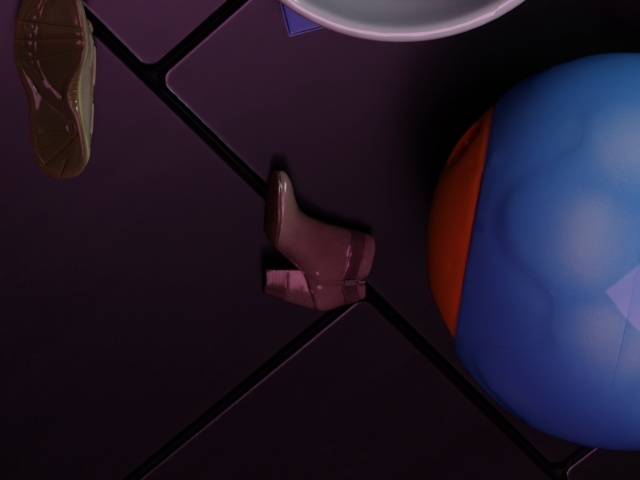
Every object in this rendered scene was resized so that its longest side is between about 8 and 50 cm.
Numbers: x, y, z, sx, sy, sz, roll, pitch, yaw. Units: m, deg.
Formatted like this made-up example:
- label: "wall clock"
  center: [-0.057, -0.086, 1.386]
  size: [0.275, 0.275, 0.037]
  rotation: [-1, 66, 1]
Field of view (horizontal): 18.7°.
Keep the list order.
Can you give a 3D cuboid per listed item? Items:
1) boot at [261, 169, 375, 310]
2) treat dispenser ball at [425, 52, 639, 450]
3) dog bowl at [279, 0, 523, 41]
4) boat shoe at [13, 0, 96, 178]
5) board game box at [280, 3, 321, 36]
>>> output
- label: "boot"
  center: [0.000, 0.000, 1.526]
  size: [0.087, 0.042, 0.118]
  rotation: [0, 118, -13]
- label: "treat dispenser ball"
  center: [0.219, 0.008, 1.409]
  size: [0.288, 0.288, 0.288]
  rotation: [-2, 117, -5]
- label: "dog bowl"
  center: [0.054, -0.273, 1.309]
  size: [0.264, 0.104, 0.265]
  rotation: [-1, 114, -3]
- label: "boat shoe"
  center: [-0.192, -0.124, 1.443]
  size: [0.056, 0.048, 0.153]
  rotation: [-2, 111, 9]
- label: "board game box"
  center: [0.028, -0.266, 1.392]
  size: [0.160, 0.039, 0.212]
  rotation: [-14, 116, 1]
